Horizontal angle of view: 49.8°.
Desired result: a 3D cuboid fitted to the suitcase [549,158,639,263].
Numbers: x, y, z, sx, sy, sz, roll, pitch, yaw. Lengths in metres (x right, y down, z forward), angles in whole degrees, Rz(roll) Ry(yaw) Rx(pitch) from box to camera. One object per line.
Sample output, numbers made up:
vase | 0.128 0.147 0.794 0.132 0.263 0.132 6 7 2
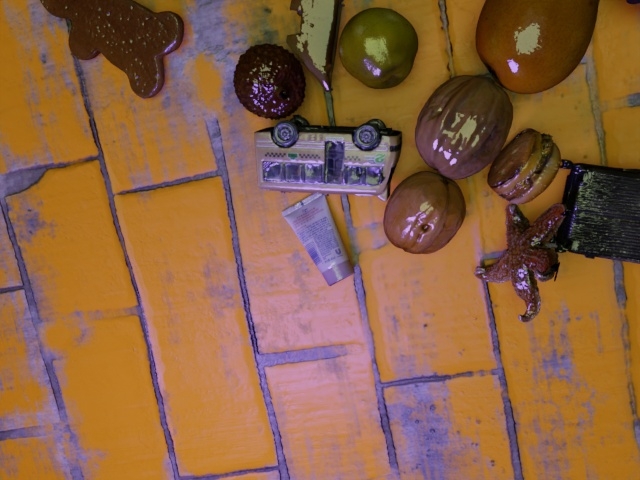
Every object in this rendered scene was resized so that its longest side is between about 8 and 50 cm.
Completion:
suitcase | 0.754 -0.065 1.696 0.335 0.152 0.229 9 103 5

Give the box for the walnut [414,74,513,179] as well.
walnut | 0.349 -0.281 1.687 0.225 0.225 0.260 27 100 3

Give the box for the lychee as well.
lychee | -0.126 -0.394 1.729 0.200 0.238 0.200 -10 125 -15

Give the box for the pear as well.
pear | 0.142 -0.474 1.693 0.198 0.198 0.198 2 101 9

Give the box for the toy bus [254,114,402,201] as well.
toy bus | 0.023 -0.214 1.773 0.366 0.177 0.201 4 105 12

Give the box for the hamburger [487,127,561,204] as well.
hamburger | 0.508 -0.184 1.699 0.118 0.182 0.190 31 73 -16

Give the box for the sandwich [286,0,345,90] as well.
sandwich | -0.012 -0.501 1.742 0.128 0.122 0.235 10 101 10

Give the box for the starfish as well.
starfish | 0.506 0.047 1.699 0.113 0.303 0.311 7 100 -17

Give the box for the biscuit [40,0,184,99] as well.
biscuit | -0.566 -0.598 1.845 0.432 0.064 0.283 33 113 3

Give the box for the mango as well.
mango | 0.518 -0.527 1.611 0.264 0.221 0.377 31 92 -1

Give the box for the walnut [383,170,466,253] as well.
walnut | 0.263 -0.065 1.754 0.195 0.195 0.221 30 112 2

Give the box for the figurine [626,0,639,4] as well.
figurine | 0.823 -0.557 1.593 0.218 0.206 0.365 -24 119 20

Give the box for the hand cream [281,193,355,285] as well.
hand cream | 0.000 0.000 1.872 0.133 0.083 0.247 -27 84 13
